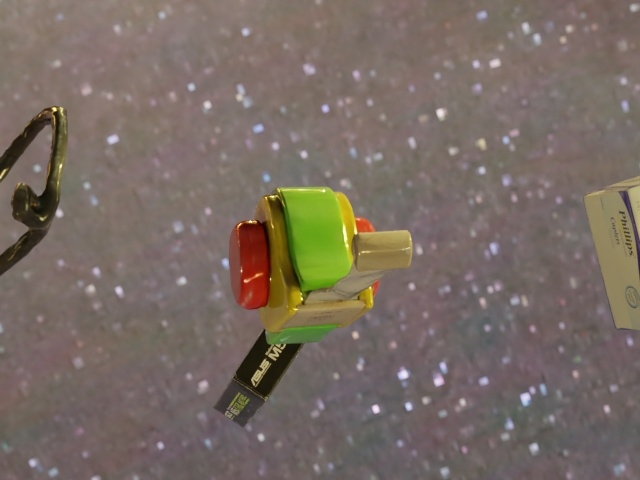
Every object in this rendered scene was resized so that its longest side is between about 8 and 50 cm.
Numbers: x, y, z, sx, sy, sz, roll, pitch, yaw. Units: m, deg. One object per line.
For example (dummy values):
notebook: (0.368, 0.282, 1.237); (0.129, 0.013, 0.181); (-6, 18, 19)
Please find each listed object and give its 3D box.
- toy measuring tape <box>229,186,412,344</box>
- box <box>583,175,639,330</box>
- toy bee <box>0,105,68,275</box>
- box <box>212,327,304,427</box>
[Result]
toy measuring tape: (0.000, 0.000, 1.061); (0.121, 0.121, 0.330); (-32, 175, -17)
box: (0.310, 0.000, 1.244); (0.137, 0.126, 0.072); (-17, -174, -22)
toy bee: (-0.204, 0.075, 0.359); (0.195, 0.162, 0.298); (-29, -140, 45)
box: (-0.029, 0.082, 1.404); (0.190, 0.045, 0.184); (-56, -178, -17)
